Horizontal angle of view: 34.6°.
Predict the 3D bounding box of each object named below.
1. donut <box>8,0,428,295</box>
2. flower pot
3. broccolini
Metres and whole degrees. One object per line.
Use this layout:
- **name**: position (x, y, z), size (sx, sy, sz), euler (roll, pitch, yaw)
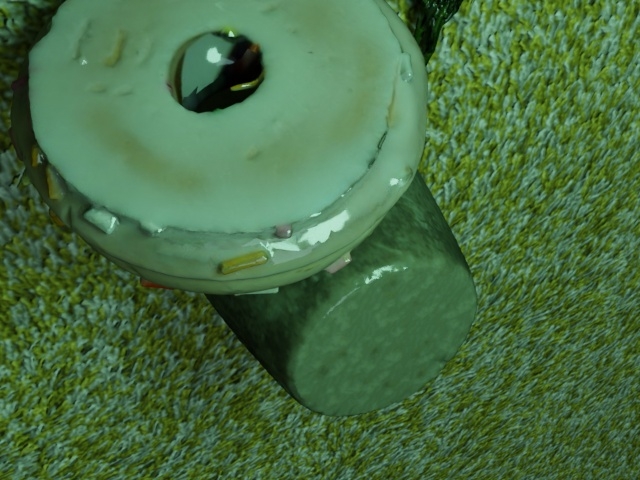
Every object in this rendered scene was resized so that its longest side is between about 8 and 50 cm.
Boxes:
- **donut**: position (-0.090, -0.114, 0.942), size (0.383, 0.382, 0.142), euler (-20, 151, -15)
- **flower pot**: position (0.000, 0.000, 1.119), size (0.294, 0.330, 0.293), euler (-17, 134, -19)
- **broccolini**: position (0.118, -0.242, 1.194), size (0.074, 0.058, 0.201), euler (6, 141, -18)
